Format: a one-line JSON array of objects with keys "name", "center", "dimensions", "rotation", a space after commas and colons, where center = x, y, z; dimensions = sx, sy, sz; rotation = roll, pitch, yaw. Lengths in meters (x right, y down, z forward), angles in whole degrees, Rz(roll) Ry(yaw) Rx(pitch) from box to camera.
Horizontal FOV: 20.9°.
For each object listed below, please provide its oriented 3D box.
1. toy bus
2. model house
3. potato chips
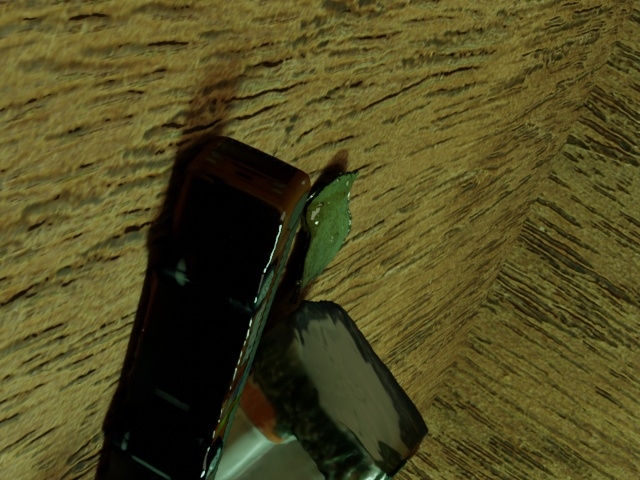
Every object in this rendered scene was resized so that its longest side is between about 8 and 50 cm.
[{"name": "toy bus", "center": [-0.099, 0.090, 1.390], "dimensions": [0.092, 0.093, 0.409], "rotation": [-58, 171, -48]}, {"name": "model house", "center": [-0.062, 0.227, 1.755], "dimensions": [0.301, 0.190, 0.271], "rotation": [-42, 176, 12]}, {"name": "potato chips", "center": [0.000, 0.000, 1.738], "dimensions": [0.142, 0.026, 0.209], "rotation": [-62, 170, -7]}]
